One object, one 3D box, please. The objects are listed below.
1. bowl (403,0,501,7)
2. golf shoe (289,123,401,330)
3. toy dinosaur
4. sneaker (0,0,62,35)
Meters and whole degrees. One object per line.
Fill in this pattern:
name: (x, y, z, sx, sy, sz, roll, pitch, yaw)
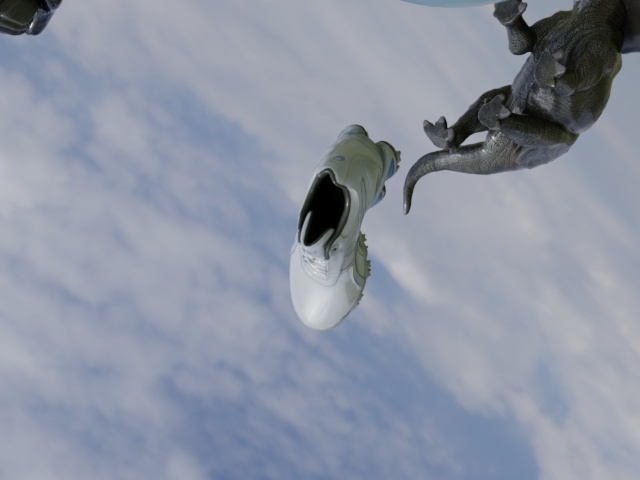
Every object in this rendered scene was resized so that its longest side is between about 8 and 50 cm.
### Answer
bowl: (0.123, -0.269, 0.734, 0.311, 0.311, 0.163, 40, -178, -31)
golf shoe: (0.000, 0.000, 0.997, 0.069, 0.176, 0.086, 24, -149, 20)
toy dinosaur: (0.190, -0.119, 1.126, 0.160, 0.313, 0.121, 8, -149, -43)
sneaker: (-0.172, -0.203, 0.735, 0.087, 0.227, 0.130, 8, -132, -10)
